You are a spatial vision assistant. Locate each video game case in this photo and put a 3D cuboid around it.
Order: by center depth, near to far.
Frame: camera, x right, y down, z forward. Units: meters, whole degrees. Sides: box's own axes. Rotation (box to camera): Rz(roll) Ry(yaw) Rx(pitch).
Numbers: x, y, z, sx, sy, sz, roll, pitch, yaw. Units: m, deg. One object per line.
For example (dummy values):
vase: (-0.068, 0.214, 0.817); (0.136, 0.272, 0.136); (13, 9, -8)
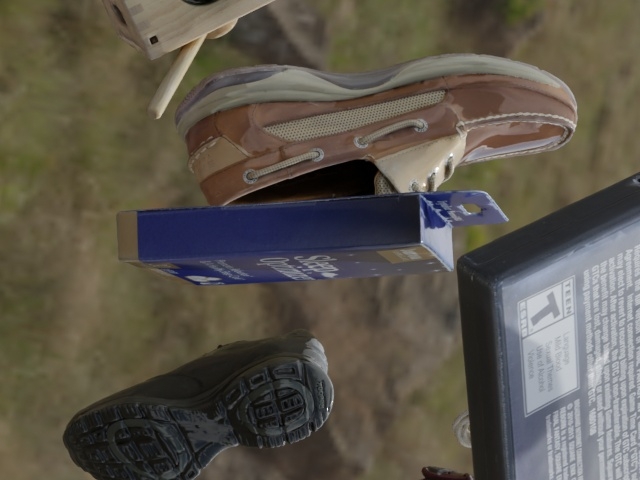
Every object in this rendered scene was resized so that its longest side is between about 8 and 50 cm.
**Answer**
video game case: (0.172, 0.040, 0.707); (0.274, 0.026, 0.196); (-25, 126, -25)

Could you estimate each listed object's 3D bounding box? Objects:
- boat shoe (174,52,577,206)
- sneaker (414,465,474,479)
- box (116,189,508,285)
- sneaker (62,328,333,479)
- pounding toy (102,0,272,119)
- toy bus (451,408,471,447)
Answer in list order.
boat shoe: (0.049, -0.069, 1.500); (0.123, 0.324, 0.116); (113, -30, -64)
sneaker: (0.150, 0.228, 1.541); (0.281, 0.162, 0.106); (117, -6, -67)
box: (0.000, 0.000, 1.192); (0.136, 0.225, 0.036); (33, 53, -76)
sneaker: (-0.118, 0.166, 1.912); (0.130, 0.286, 0.109); (-81, 154, -65)
pounding toy: (-0.093, -0.166, 1.302); (0.100, 0.130, 0.141); (66, -9, -20)
toy bus: (0.210, 0.160, 1.237); (0.202, 0.191, 0.104); (-39, -155, 37)
